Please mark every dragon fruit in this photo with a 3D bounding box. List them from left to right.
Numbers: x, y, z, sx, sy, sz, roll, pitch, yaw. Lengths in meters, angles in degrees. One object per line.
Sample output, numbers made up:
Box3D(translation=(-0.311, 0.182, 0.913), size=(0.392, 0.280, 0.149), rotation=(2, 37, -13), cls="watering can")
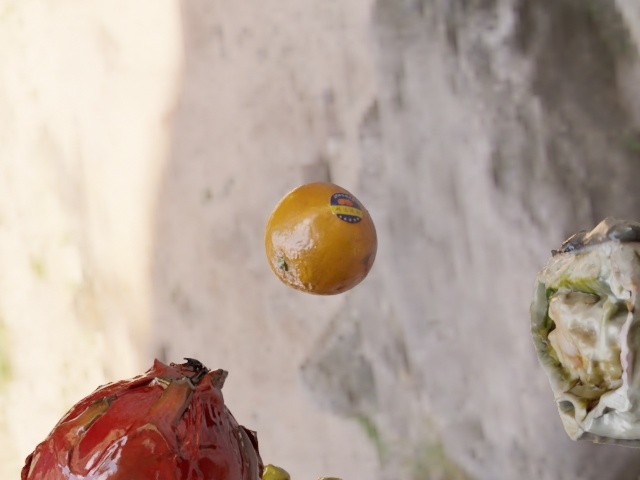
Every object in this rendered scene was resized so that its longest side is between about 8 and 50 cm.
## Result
Box3D(translation=(-0.126, 0.184, 1.372), size=(0.172, 0.172, 0.209), rotation=(30, 108, 62), cls="dragon fruit")

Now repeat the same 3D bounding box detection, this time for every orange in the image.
Box3D(translation=(0.000, 0.001, 1.396), size=(0.083, 0.083, 0.083), rotation=(172, 90, -68), cls="orange")

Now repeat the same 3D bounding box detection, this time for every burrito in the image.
Box3D(translation=(0.307, 0.068, 1.218), size=(0.190, 0.332, 0.135), rotation=(119, 154, -75), cls="burrito")

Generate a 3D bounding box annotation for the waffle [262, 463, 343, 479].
Box3D(translation=(-0.034, 0.285, 1.730), size=(0.219, 0.229, 0.057), rotation=(-53, 5, 7), cls="waffle")
